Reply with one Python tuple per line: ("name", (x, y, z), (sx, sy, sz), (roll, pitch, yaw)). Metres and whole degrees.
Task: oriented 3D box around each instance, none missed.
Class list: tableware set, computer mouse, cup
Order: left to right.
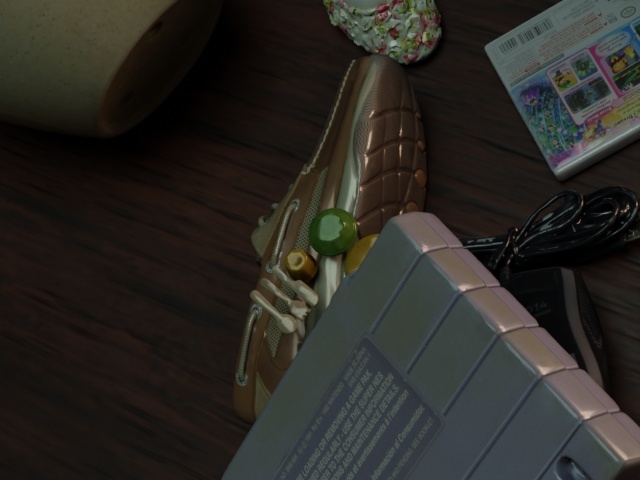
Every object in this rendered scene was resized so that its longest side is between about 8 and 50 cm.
("cup", (-0.225, -0.224, 1.323), (0.237, 0.331, 0.331), (39, 85, 9))
("tableware set", (0.033, 0.048, 1.090), (0.154, 0.024, 0.104), (38, 85, 24))
("computer mouse", (0.155, 0.086, 1.088), (0.188, 0.072, 0.272), (-18, 37, 21))

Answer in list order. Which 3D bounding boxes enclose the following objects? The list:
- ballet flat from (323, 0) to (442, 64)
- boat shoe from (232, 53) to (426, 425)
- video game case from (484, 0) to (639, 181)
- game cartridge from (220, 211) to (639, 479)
("ballet flat", (0.023, -0.248, 1.327), (0.091, 0.077, 0.241), (-35, 57, 5))
("boat shoe", (0.000, 0.000, 1.192), (0.116, 0.123, 0.324), (1, 65, 28))
("video game case", (0.227, -0.140, 1.212), (0.157, 0.019, 0.143), (-29, 57, 9))
("game cartridge", (0.043, 0.181, 1.009), (0.230, 0.068, 0.355), (51, 125, 32))
